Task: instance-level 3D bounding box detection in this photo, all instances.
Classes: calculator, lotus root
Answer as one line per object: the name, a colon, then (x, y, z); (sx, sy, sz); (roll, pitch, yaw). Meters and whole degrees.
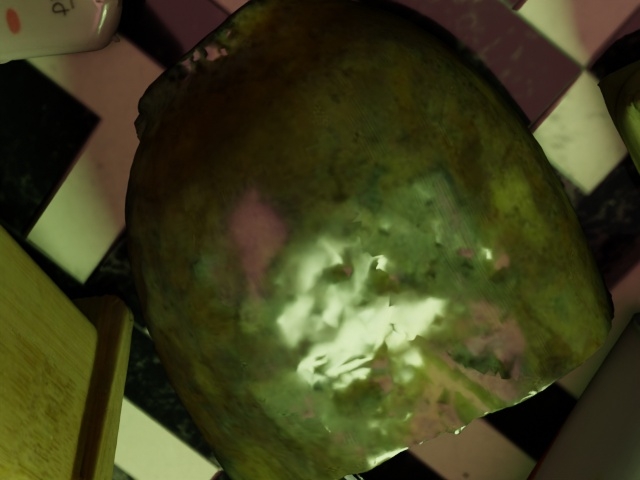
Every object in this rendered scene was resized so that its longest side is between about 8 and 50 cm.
calculator: (-0.207, -0.164, 0.543); (0.175, 0.032, 0.100); (-4, 108, 12)
lotus root: (0.006, -0.016, 0.499); (0.267, 0.149, 0.260); (-23, 102, 11)

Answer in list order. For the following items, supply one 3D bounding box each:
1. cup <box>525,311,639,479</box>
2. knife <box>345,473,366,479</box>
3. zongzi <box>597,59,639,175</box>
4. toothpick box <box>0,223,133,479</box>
cup: (0.193, 0.202, 0.530); (0.203, 0.203, 0.288); (22, 105, 2)
knife: (-0.051, 0.124, 0.624); (0.212, 0.015, 0.054); (45, 111, -7)
zongzi: (0.290, -0.044, 0.473); (0.204, 0.094, 0.205); (-28, 106, 8)
toothpick box: (-0.260, 0.049, 0.470); (0.187, 0.190, 0.308); (-8, 142, 13)
